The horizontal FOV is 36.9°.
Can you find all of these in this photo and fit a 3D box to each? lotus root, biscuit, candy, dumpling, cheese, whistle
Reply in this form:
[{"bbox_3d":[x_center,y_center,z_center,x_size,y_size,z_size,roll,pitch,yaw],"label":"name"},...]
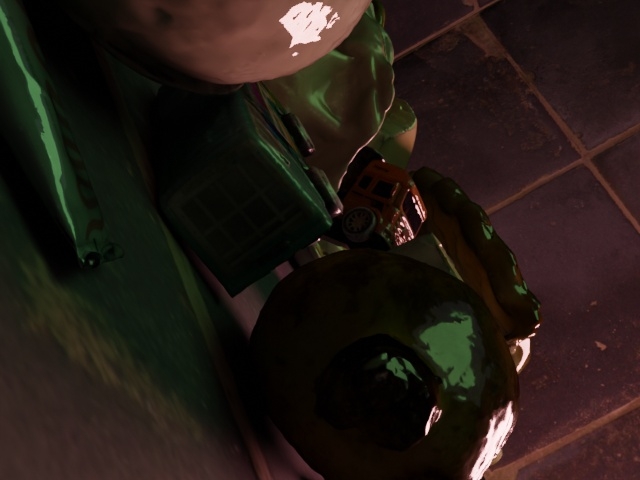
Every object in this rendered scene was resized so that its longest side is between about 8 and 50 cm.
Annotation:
[{"bbox_3d":[0.033,0.070,0.515,0.145,0.128,0.260,35,-2,5],"label":"lotus root"},{"bbox_3d":[0.183,0.072,1.158,0.335,0.078,0.329,-138,-151,-67],"label":"biscuit"},{"bbox_3d":[-0.071,-0.222,0.532,0.295,0.185,0.295,43,28,-30],"label":"candy"},{"bbox_3d":[-0.031,-0.160,0.873,0.258,0.193,0.147,51,5,26],"label":"dumpling"},{"bbox_3d":[0.043,-0.065,1.149,0.071,0.163,0.248,30,-46,20],"label":"cheese"},{"bbox_3d":[0.000,0.000,1.098,0.126,0.067,0.258,59,1,-4],"label":"whistle"}]

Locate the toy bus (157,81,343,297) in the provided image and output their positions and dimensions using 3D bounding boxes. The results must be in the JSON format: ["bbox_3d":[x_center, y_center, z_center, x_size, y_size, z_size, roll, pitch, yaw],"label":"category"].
[{"bbox_3d":[-0.056,-0.057,0.647,0.109,0.091,0.261,52,6,-25],"label":"toy bus"}]

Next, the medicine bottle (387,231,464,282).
[{"bbox_3d":[0.073,0.086,0.837,0.147,0.143,0.147,56,7,-11],"label":"medicine bottle"}]

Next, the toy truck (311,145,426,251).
[{"bbox_3d":[0.009,-0.043,0.932,0.192,0.092,0.083,23,-20,32],"label":"toy truck"}]

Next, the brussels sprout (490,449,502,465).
[{"bbox_3d":[0.143,0.203,1.105,0.155,0.118,0.155,167,-90,-71],"label":"brussels sprout"}]

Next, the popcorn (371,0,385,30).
[{"bbox_3d":[-0.026,-0.235,1.211,0.270,0.224,0.257,29,-33,37],"label":"popcorn"}]

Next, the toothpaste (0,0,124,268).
[{"bbox_3d":[-0.123,-0.083,0.343,0.056,0.036,0.205,-86,150,-86],"label":"toothpaste"}]
